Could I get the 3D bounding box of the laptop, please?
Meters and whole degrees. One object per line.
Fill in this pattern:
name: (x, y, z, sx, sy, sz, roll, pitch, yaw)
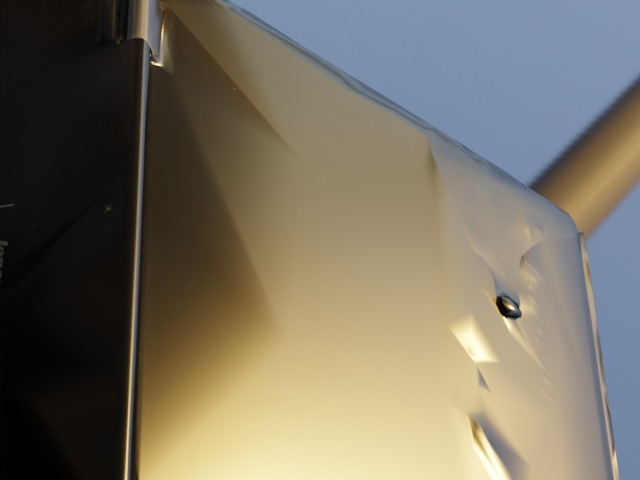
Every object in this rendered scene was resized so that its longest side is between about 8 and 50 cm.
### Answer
laptop: (-0.093, 0.108, 0.647, 0.407, 0.236, 0.382, -8, -126, 8)
